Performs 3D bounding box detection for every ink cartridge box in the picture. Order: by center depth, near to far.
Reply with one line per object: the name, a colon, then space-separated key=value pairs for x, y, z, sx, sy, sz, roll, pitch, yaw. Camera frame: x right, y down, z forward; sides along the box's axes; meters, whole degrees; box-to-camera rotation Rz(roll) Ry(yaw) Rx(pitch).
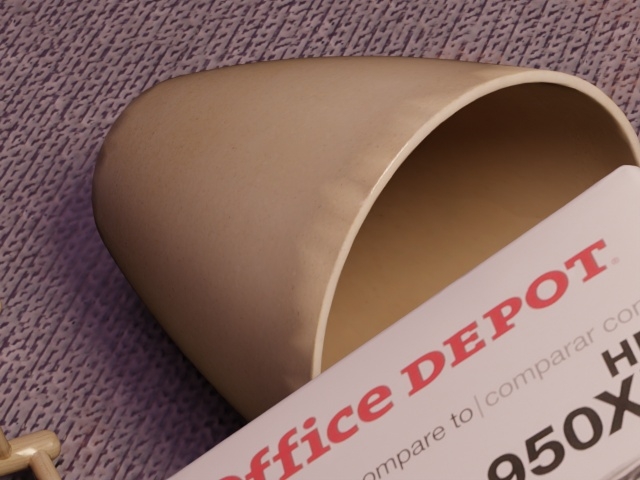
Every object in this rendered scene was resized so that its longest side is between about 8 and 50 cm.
ink cartridge box: x=0.114 y=0.206 z=0.801 sx=0.285 sy=0.166 sz=0.395 roll=-35 pitch=43 yaw=14

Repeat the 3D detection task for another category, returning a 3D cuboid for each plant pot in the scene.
plant pot: x=0.000 y=0.000 z=1.117 sx=0.256 sy=0.256 sz=0.274 roll=-39 pitch=40 yaw=-27

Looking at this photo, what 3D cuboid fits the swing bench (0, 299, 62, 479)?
swing bench: x=-0.215 y=0.200 z=0.983 sx=0.255 sy=0.165 sz=0.253 roll=-26 pitch=52 yaw=-12
